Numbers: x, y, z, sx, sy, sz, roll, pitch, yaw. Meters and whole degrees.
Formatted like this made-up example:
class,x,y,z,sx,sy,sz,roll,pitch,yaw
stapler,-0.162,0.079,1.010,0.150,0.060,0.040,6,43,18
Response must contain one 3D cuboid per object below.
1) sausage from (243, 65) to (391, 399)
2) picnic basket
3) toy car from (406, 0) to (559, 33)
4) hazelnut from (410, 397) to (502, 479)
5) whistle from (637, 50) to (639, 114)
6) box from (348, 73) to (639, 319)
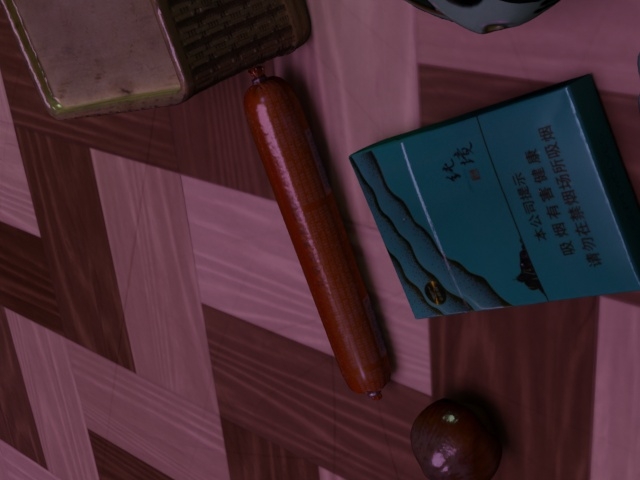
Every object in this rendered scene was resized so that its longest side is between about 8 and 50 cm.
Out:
class,x,y,z,sx,sy,sz,roll,pitch,yaw
sausage,0.000,0.000,0.902,0.053,0.053,0.348,-3,113,46
picnic basket,-0.167,-0.283,0.819,0.228,0.175,0.313,1,118,44
toy car,0.060,-0.245,0.646,0.306,0.136,0.125,41,157,21
hazelnut,0.124,0.188,0.876,0.086,0.086,0.086,24,128,34
whistle,0.279,-0.016,0.483,0.168,0.188,0.405,5,101,43
box,0.138,-0.024,0.762,0.226,0.042,0.161,-13,103,47
